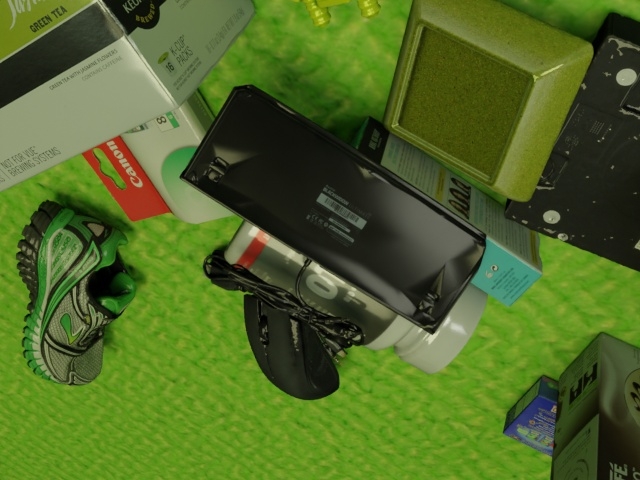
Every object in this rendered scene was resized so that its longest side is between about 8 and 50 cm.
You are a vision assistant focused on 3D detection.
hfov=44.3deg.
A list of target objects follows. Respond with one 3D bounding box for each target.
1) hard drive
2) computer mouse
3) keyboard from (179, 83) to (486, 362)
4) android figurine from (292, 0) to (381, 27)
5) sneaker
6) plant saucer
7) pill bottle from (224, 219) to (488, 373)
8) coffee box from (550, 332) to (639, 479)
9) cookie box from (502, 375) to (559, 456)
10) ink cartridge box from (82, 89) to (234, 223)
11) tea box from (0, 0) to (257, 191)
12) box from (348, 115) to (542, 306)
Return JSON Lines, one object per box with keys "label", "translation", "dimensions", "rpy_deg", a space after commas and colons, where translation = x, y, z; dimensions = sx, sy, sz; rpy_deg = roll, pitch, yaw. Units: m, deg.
{"label": "hard drive", "translation": [0.388, -0.058, 0.783], "dimensions": [0.339, 0.064, 0.237], "rpy_deg": [22, 134, 4]}
{"label": "computer mouse", "translation": [-0.063, 0.140, 1.097], "dimensions": [0.188, 0.072, 0.272], "rpy_deg": [16, 144, 43]}
{"label": "keyboard", "translation": [0.000, 0.000, 0.822], "dimensions": [0.317, 0.033, 0.201], "rpy_deg": [32, 98, -6]}
{"label": "android figurine", "translation": [-0.024, -0.320, 0.697], "dimensions": [0.248, 0.056, 0.273], "rpy_deg": [5, 132, 40]}
{"label": "sneaker", "translation": [-0.357, 0.106, 1.174], "dimensions": [0.146, 0.134, 0.343], "rpy_deg": [17, 133, 6]}
{"label": "plant saucer", "translation": [0.144, -0.141, 0.775], "dimensions": [0.188, 0.045, 0.188], "rpy_deg": [33, 137, 21]}
{"label": "pill bottle", "translation": [0.045, 0.028, 0.926], "dimensions": [0.283, 0.161, 0.161], "rpy_deg": [32, 133, -7]}
{"label": "coffee box", "translation": [0.369, 0.277, 0.919], "dimensions": [0.168, 0.297, 0.119], "rpy_deg": [24, 134, 1]}
{"label": "cookie box", "translation": [0.320, 0.247, 1.090], "dimensions": [0.092, 0.040, 0.107], "rpy_deg": [25, 134, 0]}
{"label": "ink cartridge box", "translation": [-0.217, -0.098, 0.999], "dimensions": [0.225, 0.056, 0.181], "rpy_deg": [-13, 123, 28]}
{"label": "tea box", "translation": [-0.306, -0.256, 0.779], "dimensions": [0.329, 0.220, 0.323], "rpy_deg": [-16, 122, 32]}
{"label": "box", "translation": [0.131, -0.033, 0.875], "dimensions": [0.244, 0.100, 0.060], "rpy_deg": [33, 121, -7]}
